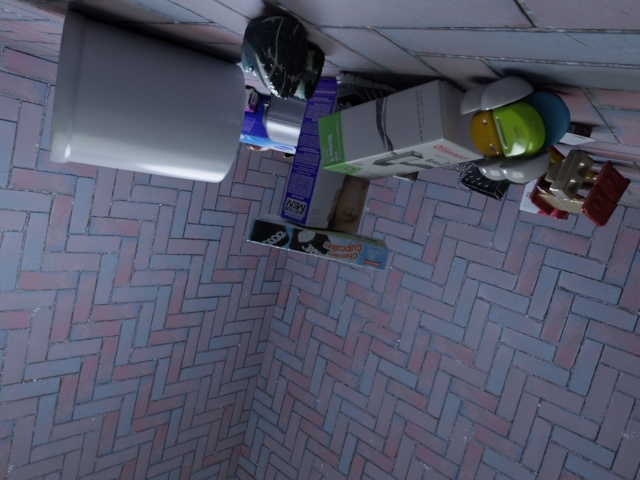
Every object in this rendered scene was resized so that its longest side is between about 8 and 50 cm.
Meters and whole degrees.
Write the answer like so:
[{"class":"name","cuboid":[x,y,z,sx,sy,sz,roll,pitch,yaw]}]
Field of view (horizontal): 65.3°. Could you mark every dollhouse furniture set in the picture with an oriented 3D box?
[{"class":"dollhouse furniture set","cuboid":[0.636,-0.195,1.360,0.374,0.152,0.201,29,180,-30]}]

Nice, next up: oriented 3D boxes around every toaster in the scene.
[{"class":"toaster","cuboid":[-0.090,-0.379,1.560,0.146,0.129,0.227,16,169,5]}]

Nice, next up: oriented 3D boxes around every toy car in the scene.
[{"class":"toy car","cuboid":[0.318,-0.184,0.794,0.136,0.159,0.182,-22,-169,-3]}]

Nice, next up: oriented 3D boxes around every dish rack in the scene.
[{"class":"dish rack","cuboid":[0.380,-0.229,1.358,0.271,0.074,0.208,37,-175,-18]}]

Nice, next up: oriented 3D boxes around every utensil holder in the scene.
[{"class":"utensil holder","cuboid":[-0.410,-0.318,1.190,0.385,0.327,0.327,7,-170,-28]}]

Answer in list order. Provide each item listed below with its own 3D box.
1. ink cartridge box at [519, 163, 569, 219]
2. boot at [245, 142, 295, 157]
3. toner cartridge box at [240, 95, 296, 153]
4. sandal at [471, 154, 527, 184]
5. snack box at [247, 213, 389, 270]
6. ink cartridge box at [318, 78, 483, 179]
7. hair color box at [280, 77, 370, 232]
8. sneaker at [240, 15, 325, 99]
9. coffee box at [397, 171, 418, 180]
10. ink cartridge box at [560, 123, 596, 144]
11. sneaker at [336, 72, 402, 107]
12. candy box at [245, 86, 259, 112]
[{"class":"ink cartridge box","cuboid":[0.772,-0.171,1.673,0.128,0.176,0.127,22,-166,41]},{"class":"boot","cuboid":[-0.146,-0.355,1.911,0.264,0.096,0.280,-5,-151,-10]},{"class":"toner cartridge box","cuboid":[-0.202,-0.425,1.789,0.348,0.165,0.075,18,165,25]},{"class":"sandal","cuboid":[0.388,-0.234,1.201,0.303,0.086,0.120,28,179,-17]},{"class":"snack box","cuboid":[0.000,0.000,1.221,0.322,0.060,0.187,13,-173,3]},{"class":"ink cartridge box","cuboid":[0.163,-0.210,1.012,0.273,0.114,0.198,-7,174,38]},{"class":"hair color box","cuboid":[0.037,-0.197,1.209,0.185,0.338,0.110,6,-168,-44]},{"class":"sneaker","cuboid":[-0.085,-0.293,0.820,0.122,0.110,0.283,19,-171,9]},{"class":"coffee box","cuboid":[0.340,-0.323,1.968,0.119,0.168,0.297,15,-171,10]},{"class":"ink cartridge box","cuboid":[0.500,-0.215,0.997,0.063,0.029,0.115,15,-173,2]},{"class":"sneaker","cuboid":[0.106,-0.295,1.055,0.170,0.074,0.063,11,-171,-20]},{"class":"candy box","cuboid":[-0.333,-0.496,1.682,0.233,0.071,0.159,13,-171,-1]}]
